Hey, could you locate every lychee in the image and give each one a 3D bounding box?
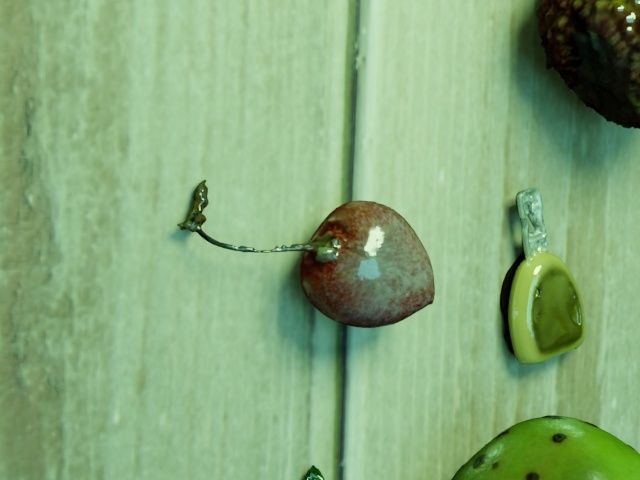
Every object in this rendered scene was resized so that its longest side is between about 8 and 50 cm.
[{"bbox_3d":[0.291,-0.195,1.129,0.188,0.188,0.188,-2,95,-28],"label":"lychee"}]

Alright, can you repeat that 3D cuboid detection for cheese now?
[{"bbox_3d":[0.206,0.030,1.176,0.086,0.036,0.163,-16,101,-27],"label":"cheese"}]

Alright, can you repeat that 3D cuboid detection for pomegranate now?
[{"bbox_3d":[0.228,0.290,1.115,0.286,0.231,0.231,39,76,-38],"label":"pomegranate"}]

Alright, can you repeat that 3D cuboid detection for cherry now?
[{"bbox_3d":[0.000,0.000,1.042,0.225,0.090,0.107,29,92,-17],"label":"cherry"}]

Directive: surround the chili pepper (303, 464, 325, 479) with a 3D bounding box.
[{"bbox_3d":[0.024,0.249,1.102,0.118,0.035,0.055,33,64,-16],"label":"chili pepper"}]
